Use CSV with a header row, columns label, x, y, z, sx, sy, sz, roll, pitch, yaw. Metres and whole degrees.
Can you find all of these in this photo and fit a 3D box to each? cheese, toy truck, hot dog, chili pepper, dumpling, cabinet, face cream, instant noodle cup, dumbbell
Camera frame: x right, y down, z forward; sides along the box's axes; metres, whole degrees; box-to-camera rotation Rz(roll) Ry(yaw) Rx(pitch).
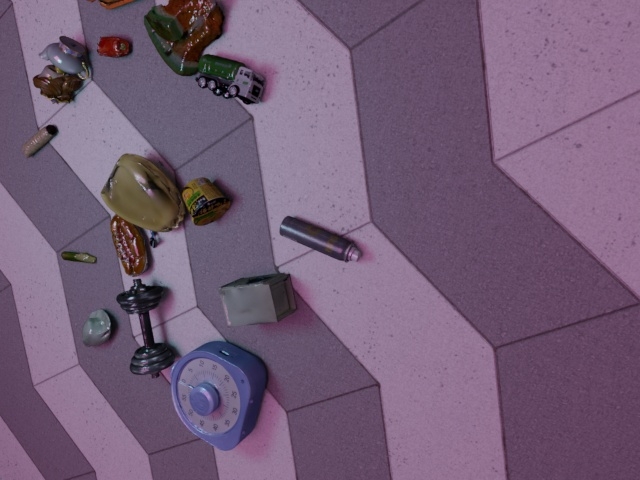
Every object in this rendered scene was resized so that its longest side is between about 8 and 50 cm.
label,x,y,z,sx,sy,sz,roll,pitch,yaw
cheese,-0.648,-0.160,1.777,0.316,0.128,0.259,36,121,0
toy truck,-0.304,-0.539,1.583,0.242,0.101,0.125,24,97,22
hot dog,-0.763,0.014,1.906,0.144,0.075,0.268,-20,88,29
chili pepper,-0.773,-0.722,1.781,0.123,0.073,0.070,12,146,25
dumpling,-0.985,0.384,2.057,0.219,0.108,0.152,-34,85,23
cabinet,-0.215,0.201,1.648,0.206,0.145,0.150,-10,95,26
face cream,0.000,0.000,1.552,0.284,0.073,0.073,23,108,19
instant noodle cup,-0.412,-0.143,1.685,0.151,0.151,0.122,-43,70,25
dumbbell,-0.686,0.349,1.874,0.179,0.179,0.406,-5,98,25

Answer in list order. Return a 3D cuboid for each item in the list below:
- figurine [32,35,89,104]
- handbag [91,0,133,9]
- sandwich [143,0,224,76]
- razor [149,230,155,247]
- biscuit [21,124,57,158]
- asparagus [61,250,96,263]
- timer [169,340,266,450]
label,x,y,z,sx,sy,sz,roll,pitch,yaw
figurine,-1.022,-0.659,1.869,0.189,0.142,0.263,37,115,-10
handbag,-0.678,-1.013,1.662,0.410,0.116,0.303,-5,94,25
sandwich,-0.457,-0.717,1.585,0.301,0.162,0.250,-27,92,29
razor,-0.714,-0.089,1.884,0.253,0.042,0.082,55,152,8
biscuit,-1.212,-0.426,2.042,0.219,0.055,0.061,-24,70,28
asparagus,-1.053,0.074,2.069,0.178,0.041,0.045,5,110,23
timer,-0.410,0.567,1.791,0.395,0.173,0.395,5,103,24
